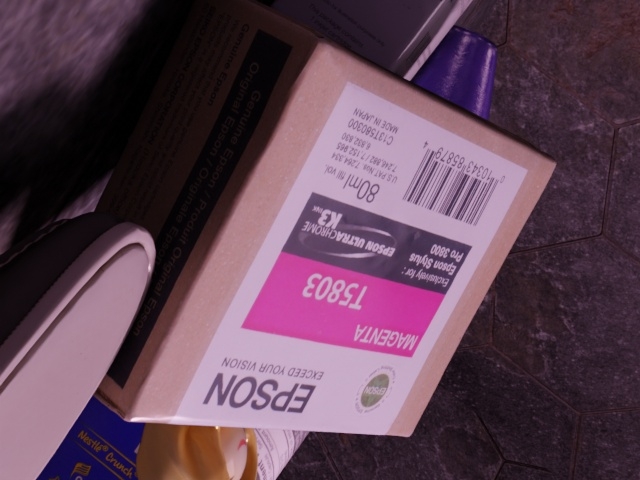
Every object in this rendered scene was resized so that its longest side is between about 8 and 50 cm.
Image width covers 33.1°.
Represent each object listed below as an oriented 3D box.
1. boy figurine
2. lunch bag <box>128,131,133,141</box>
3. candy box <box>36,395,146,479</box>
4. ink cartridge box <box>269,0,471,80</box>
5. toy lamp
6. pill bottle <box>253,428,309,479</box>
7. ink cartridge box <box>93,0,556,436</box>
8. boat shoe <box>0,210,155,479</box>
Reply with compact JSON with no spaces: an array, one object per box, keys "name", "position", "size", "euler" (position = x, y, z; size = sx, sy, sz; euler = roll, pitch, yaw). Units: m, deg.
[{"name":"boy figurine","position":[-0.048,0.056,0.712],"size":[0.177,0.092,0.285],"euler":[-5,115,-83]},{"name":"lunch bag","position":[-0.067,-0.051,0.598],"size":[0.083,0.053,0.071],"euler":[-40,170,-25]},{"name":"candy box","position":[-0.186,0.299,0.866],"size":[0.317,0.268,0.122],"euler":[-50,180,-34]},{"name":"ink cartridge box","position":[0.053,-0.170,0.675],"size":[0.203,0.086,0.148],"euler":[-53,177,7]},{"name":"toy lamp","position":[0.054,-0.022,0.781],"size":[0.080,0.080,0.274],"euler":[3,111,-87]},{"name":"pill bottle","position":[-0.121,0.184,1.151],"size":[0.361,0.204,0.204],"euler":[-49,176,-38]},{"name":"ink cartridge box","position":[0.000,0.000,0.568],"size":[0.235,0.088,0.193],"euler":[15,105,-51]},{"name":"boat shoe","position":[-0.193,0.112,0.412],"size":[0.335,0.095,0.112],"euler":[-56,168,-12]}]
